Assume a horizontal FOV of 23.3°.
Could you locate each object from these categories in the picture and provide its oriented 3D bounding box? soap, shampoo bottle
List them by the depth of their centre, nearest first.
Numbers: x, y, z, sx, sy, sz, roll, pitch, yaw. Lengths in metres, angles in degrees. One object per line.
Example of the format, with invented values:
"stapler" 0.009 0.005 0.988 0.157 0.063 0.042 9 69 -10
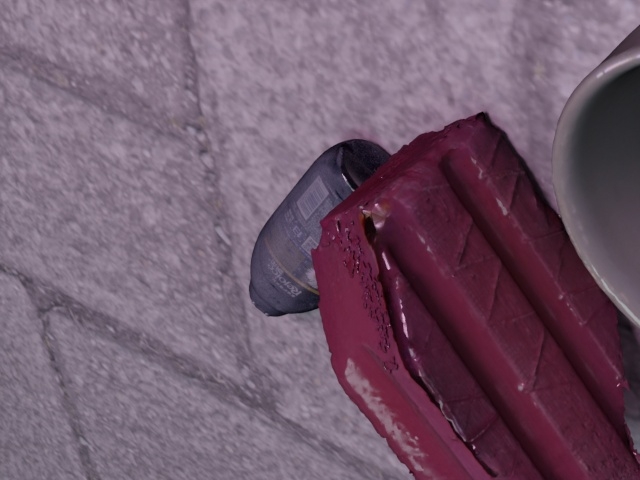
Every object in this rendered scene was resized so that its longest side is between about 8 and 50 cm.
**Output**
"soap" 0.116 0.078 1.073 0.289 0.182 0.112 53 151 -8
"shampoo bottle" 0.000 0.000 1.242 0.087 0.049 0.233 44 147 2

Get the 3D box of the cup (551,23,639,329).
"cup" 0.272 -0.066 0.693 0.258 0.234 0.186 2 126 50
